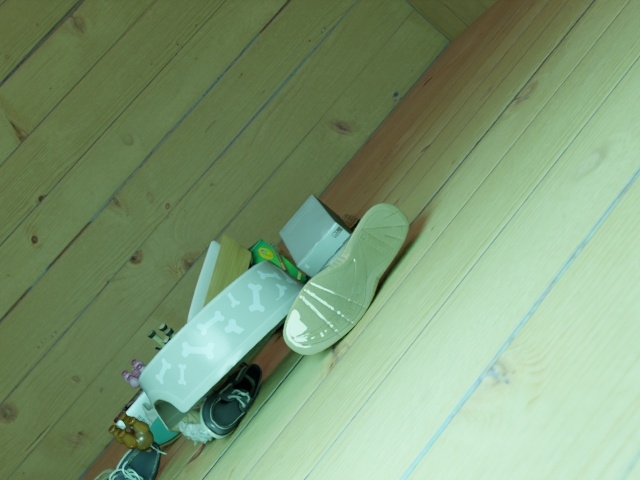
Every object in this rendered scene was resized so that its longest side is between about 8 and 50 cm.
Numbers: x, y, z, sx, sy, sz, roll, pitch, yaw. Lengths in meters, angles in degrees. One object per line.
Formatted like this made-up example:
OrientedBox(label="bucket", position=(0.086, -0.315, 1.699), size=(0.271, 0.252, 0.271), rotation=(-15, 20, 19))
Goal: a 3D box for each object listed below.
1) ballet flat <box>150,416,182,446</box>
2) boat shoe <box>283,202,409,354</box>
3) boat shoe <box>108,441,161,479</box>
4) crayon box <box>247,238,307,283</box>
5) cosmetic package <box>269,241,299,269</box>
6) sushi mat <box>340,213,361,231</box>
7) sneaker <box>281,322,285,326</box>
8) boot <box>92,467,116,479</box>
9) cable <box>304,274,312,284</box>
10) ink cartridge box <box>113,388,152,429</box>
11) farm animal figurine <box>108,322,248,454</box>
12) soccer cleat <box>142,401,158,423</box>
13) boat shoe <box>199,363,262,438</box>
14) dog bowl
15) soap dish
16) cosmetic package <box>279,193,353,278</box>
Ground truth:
OrientedBox(label="ballet flat", position=(-0.335, 0.429, 1.965), size=(0.232, 0.080, 0.073), rotation=(-46, -22, 8))
OrientedBox(label="boat shoe", position=(0.043, 0.068, 1.272), size=(0.285, 0.103, 0.092), rotation=(-56, -7, -15))
OrientedBox(label="boat shoe", position=(-0.412, 0.530, 1.662), size=(0.254, 0.095, 0.079), rotation=(-55, 6, -35))
OrientedBox(label="crayon box", position=(-0.150, 0.093, 2.184), size=(0.081, 0.165, 0.278), rotation=(-51, 6, -15))
OrientedBox(label="cosmetic package", position=(-0.120, 0.064, 2.403), size=(0.060, 0.115, 0.041), rotation=(-51, 7, -3))
OrientedBox(label="sushi mat", position=(0.041, -0.007, 2.123), size=(0.151, 0.019, 0.316), rotation=(-48, 6, 0))
OrientedBox(label="sneaker", position=(-0.138, 0.154, 1.909), size=(0.139, 0.125, 0.341), rotation=(-54, 5, -11))
OrientedBox(label="boot", position=(-0.586, 0.688, 1.981), size=(0.262, 0.095, 0.203), rotation=(-47, 6, -25))
OrientedBox(label="cable", position=(0.017, 0.050, 1.847), size=(0.150, 0.047, 0.184), rotation=(-52, 9, 21))
OrientedBox(label="ink cartridge box", position=(-0.471, 0.470, 2.330), size=(0.271, 0.130, 0.309), rotation=(-50, 5, -19))
OrientedBox(label="farm animal figurine", position=(-0.274, 0.316, 1.671), size=(0.327, 0.172, 0.330), rotation=(-24, 33, 32))
OrientedBox(label="soccer cleat", position=(-0.375, 0.416, 2.041), size=(0.196, 0.076, 0.068), rotation=(-29, 17, 16))
OrientedBox(label="boat shoe", position=(-0.160, 0.288, 1.449), size=(0.065, 0.075, 0.206), rotation=(-50, 0, 21))
OrientedBox(label="dog bowl", position=(-0.167, 0.171, 1.363), size=(0.349, 0.102, 0.349), rotation=(-43, -4, -4))
OrientedBox(label="soap dish", position=(-0.252, 0.166, 1.979), size=(0.228, 0.118, 0.290), rotation=(103, 177, -46))
OrientedBox(label="cosmetic package", position=(0.000, 0.000, 1.713), size=(0.127, 0.107, 0.238), rotation=(-48, 24, 7))
